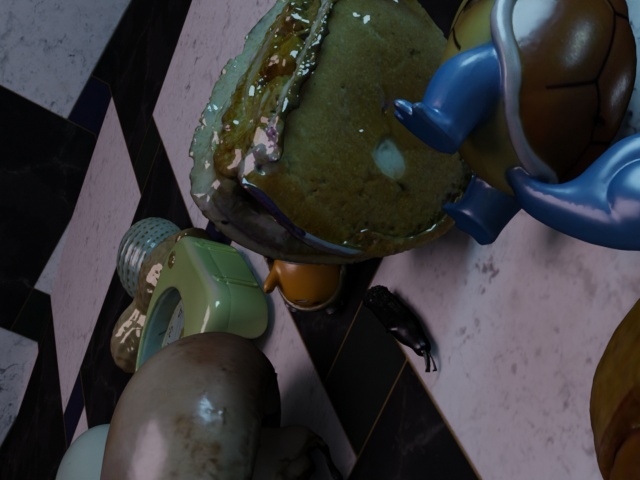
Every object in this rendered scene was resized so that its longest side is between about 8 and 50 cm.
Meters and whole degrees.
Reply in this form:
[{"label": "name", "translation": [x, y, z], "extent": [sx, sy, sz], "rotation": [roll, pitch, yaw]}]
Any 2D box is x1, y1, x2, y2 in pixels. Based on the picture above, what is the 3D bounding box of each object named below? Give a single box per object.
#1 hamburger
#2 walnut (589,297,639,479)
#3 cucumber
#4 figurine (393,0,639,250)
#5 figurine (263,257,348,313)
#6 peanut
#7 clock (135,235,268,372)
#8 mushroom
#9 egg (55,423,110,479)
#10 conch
[{"label": "hamburger", "translation": [0.030, -0.114, 1.143], "extent": [0.195, 0.277, 0.318], "rotation": [-15, 45, 58]}, {"label": "walnut", "translation": [0.278, 0.086, 0.615], "extent": [0.298, 0.203, 0.203], "rotation": [-58, 30, 39]}, {"label": "cucumber", "translation": [0.091, 0.097, 1.187], "extent": [0.163, 0.039, 0.043], "rotation": [-133, 39, -64]}, {"label": "figurine", "translation": [0.178, -0.149, 0.914], "extent": [0.243, 0.298, 0.416], "rotation": [-23, 52, 20]}, {"label": "figurine", "translation": [0.000, 0.000, 1.390], "extent": [0.250, 0.167, 0.141], "rotation": [-69, -29, -52]}, {"label": "peanut", "translation": [-0.275, 0.109, 1.869], "extent": [0.120, 0.136, 0.298], "rotation": [35, 108, 28]}, {"label": "clock", "translation": [-0.209, 0.189, 1.695], "extent": [0.348, 0.117, 0.286], "rotation": [-69, 26, 18]}, {"label": "mushroom", "translation": [-0.117, 0.297, 1.312], "extent": [0.362, 0.295, 0.362], "rotation": [5, -90, -86]}, {"label": "egg", "translation": [-0.276, 0.437, 1.537], "extent": [0.371, 0.230, 0.230], "rotation": [58, 134, 31]}, {"label": "conch", "translation": [-0.324, 0.048, 1.998], "extent": [0.172, 0.131, 0.200], "rotation": [-67, 25, 18]}]
